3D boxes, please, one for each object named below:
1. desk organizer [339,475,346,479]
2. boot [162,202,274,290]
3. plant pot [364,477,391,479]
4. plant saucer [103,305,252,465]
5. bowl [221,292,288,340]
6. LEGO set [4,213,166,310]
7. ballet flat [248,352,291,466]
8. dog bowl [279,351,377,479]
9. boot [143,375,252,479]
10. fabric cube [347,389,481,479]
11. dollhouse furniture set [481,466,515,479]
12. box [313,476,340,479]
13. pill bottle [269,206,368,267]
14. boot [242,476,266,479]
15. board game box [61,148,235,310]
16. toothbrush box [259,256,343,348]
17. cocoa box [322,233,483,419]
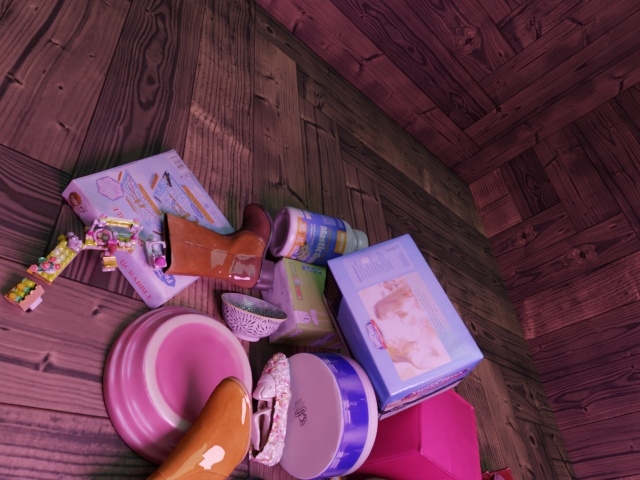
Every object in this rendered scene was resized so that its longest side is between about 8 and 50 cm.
[{"bbox_3d":[0.033,0.544,1.131,0.050,0.047,0.130,36,38,-25],"label":"desk organizer"},{"bbox_3d":[-0.254,-0.012,1.115,0.281,0.096,0.263,18,58,-37],"label":"boot"},{"bbox_3d":[0.141,0.654,1.012,0.284,0.283,0.191,19,13,-43],"label":"plant pot"},{"bbox_3d":[-0.265,0.282,0.938,0.332,0.084,0.331,33,38,-31],"label":"plant saucer"},{"bbox_3d":[-0.172,0.195,1.111,0.170,0.080,0.170,19,3,-1],"label":"bowl"},{"bbox_3d":[-0.434,0.022,0.850,0.287,0.107,0.132,-19,82,-40],"label":"LEGO set"},{"bbox_3d":[-0.114,0.370,1.005,0.077,0.091,0.240,18,67,-42],"label":"ballet flat"},{"bbox_3d":[-0.005,0.385,1.015,0.104,0.265,0.264,15,50,-39],"label":"dog bowl"},{"bbox_3d":[-0.231,0.382,0.750,0.104,0.294,0.211,21,9,31],"label":"boot"},{"bbox_3d":[0.239,0.532,1.214,0.259,0.258,0.254,42,36,-20],"label":"fabric cube"},{"bbox_3d":[0.475,0.736,1.437,0.373,0.152,0.201,57,33,2],"label":"dollhouse furniture set"},{"bbox_3d":[-0.006,0.577,1.018,0.028,0.081,0.136,49,33,-10],"label":"box"},{"bbox_3d":[0.000,0.000,1.334,0.272,0.152,0.152,12,51,-29],"label":"pill bottle"},{"bbox_3d":[0.063,0.557,0.787,0.146,0.445,0.366,-11,71,-55],"label":"boot"},{"bbox_3d":[-0.376,-0.043,1.091,0.318,0.066,0.318,54,33,-4],"label":"board game box"},{"bbox_3d":[-0.023,0.187,1.298,0.283,0.122,0.206,16,49,-44],"label":"toothbrush box"},{"bbox_3d":[0.174,0.203,1.094,0.232,0.227,0.346,-18,59,-13],"label":"cocoa box"}]
